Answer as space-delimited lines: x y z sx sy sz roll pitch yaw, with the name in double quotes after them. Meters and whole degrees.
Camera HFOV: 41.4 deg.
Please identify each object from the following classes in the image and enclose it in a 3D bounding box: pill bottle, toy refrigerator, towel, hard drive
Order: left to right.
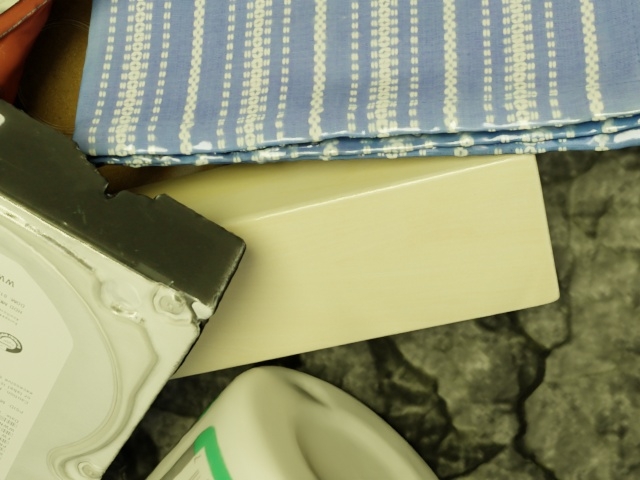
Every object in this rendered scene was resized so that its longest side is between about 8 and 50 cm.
-0.218 0.062 0.507 0.237 0.064 0.339 31 132 -8 "hard drive"
-0.083 0.273 0.545 0.204 0.204 0.361 41 104 -1 "pill bottle"
0.000 0.000 0.532 0.270 0.094 0.102 -13 120 11 "toy refrigerator"
0.026 -0.160 0.481 0.336 0.040 0.243 -2 71 10 "towel"

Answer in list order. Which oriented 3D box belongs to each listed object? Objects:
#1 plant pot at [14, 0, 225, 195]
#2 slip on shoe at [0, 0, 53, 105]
-0.168 -0.111 0.574 0.236 0.032 0.236 1 101 7 "plant pot"
-0.225 -0.115 0.514 0.331 0.101 0.123 -37 51 17 "slip on shoe"
